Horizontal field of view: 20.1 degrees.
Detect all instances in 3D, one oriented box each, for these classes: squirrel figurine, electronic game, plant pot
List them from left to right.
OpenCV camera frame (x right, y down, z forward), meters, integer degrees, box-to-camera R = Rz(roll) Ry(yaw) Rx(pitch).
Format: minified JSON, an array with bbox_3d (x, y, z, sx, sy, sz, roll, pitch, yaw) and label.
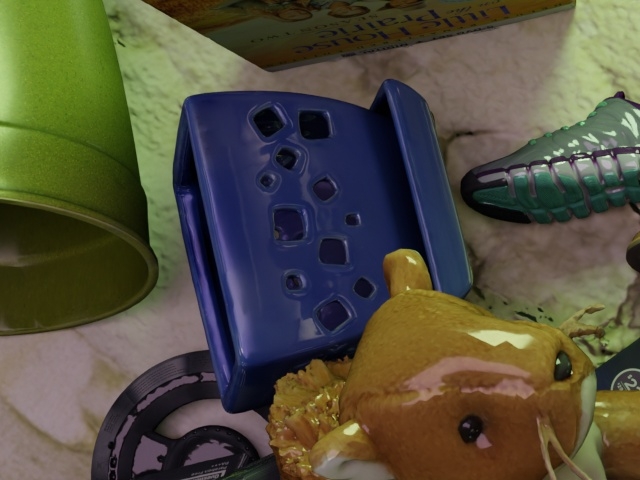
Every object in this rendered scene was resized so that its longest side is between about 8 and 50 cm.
[{"bbox_3d":[-0.328,-0.134,1.634,0.366,0.366,0.353,-7,68,15],"label":"plant pot"},{"bbox_3d":[-0.097,0.214,1.645,0.229,0.048,0.229,-1,85,9],"label":"electronic game"},{"bbox_3d":[0.000,0.000,1.545,0.212,0.236,0.236,-12,77,-10],"label":"plant pot"},{"bbox_3d":[0.103,0.189,1.301,0.397,0.370,0.281,-8,48,42],"label":"squirrel figurine"}]

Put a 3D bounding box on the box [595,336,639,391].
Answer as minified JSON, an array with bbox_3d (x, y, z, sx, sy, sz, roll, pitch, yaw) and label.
[{"bbox_3d":[0.308,0.213,1.480,0.184,0.103,0.261,-39,73,19],"label":"box"}]

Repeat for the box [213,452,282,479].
[{"bbox_3d":[-0.004,0.263,1.499,0.059,0.233,0.183,-19,88,25],"label":"box"}]

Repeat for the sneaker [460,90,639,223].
[{"bbox_3d":[0.233,-0.078,1.587,0.224,0.083,0.098,-7,60,11],"label":"sneaker"}]

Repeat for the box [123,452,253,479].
[{"bbox_3d":[-0.189,0.357,1.491,0.296,0.294,0.182,-16,113,21],"label":"box"}]

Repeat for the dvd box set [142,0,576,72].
[{"bbox_3d":[0.029,-0.228,1.476,0.308,0.420,0.062,-10,83,14],"label":"dvd box set"}]

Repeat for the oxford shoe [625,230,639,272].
[{"bbox_3d":[0.363,-0.023,1.544,0.212,0.076,0.076,-17,48,16],"label":"oxford shoe"}]
